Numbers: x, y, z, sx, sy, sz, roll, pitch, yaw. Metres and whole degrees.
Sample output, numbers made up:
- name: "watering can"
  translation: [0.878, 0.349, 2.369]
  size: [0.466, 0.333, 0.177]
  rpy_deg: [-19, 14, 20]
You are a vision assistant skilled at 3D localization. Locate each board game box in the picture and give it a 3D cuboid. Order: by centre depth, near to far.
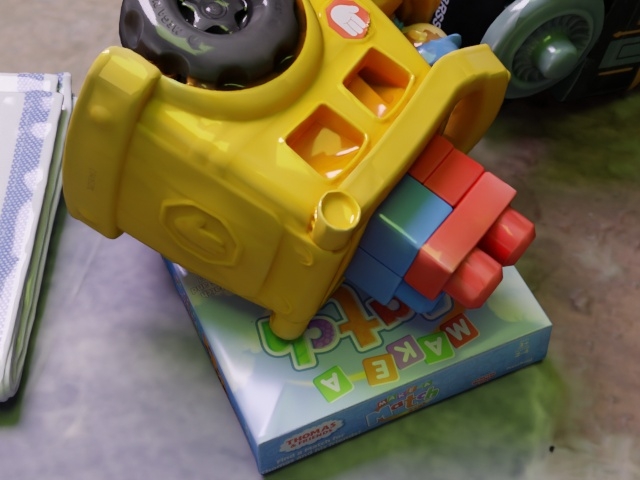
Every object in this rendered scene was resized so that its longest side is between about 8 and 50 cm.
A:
- name: "board game box"
  translation: [0.000, 0.000, 0.692]
  size: [0.160, 0.039, 0.211]
  rpy_deg: [-21, 58, -14]

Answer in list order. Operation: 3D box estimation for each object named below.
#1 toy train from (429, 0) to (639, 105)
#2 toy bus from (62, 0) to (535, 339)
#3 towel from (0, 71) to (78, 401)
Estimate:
- name: "toy train"
  translation: [0.159, -0.210, 0.675]
  size: [0.190, 0.334, 0.142]
  rpy_deg: [-14, 52, -26]
- name: "toy bus"
  translation: [0.016, -0.062, 0.634]
  size: [0.211, 0.149, 0.220]
  rpy_deg: [33, 57, 8]
- name: "towel"
  translation: [-0.282, -0.007, 0.707]
  size: [0.285, 0.034, 0.209]
  rpy_deg: [1, 57, 4]
